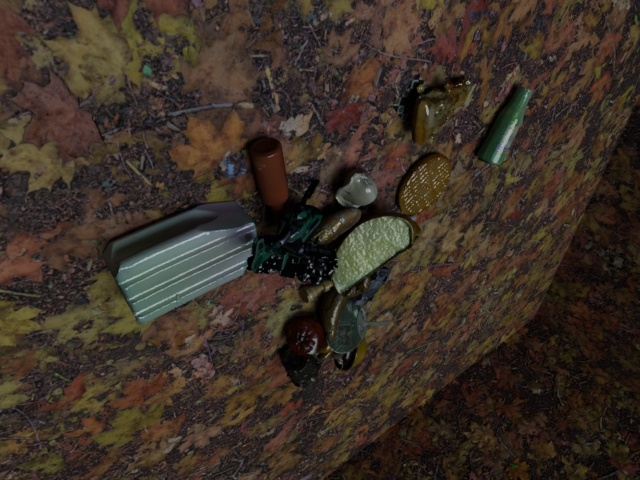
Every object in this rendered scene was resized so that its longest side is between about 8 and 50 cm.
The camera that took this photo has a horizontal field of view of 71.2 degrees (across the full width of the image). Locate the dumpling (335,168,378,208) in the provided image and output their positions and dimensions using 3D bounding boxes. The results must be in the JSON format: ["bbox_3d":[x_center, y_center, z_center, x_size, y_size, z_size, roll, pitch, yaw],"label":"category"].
[{"bbox_3d":[0.109,-0.155,1.372,0.127,0.108,0.188,-24,159,13],"label":"dumpling"}]

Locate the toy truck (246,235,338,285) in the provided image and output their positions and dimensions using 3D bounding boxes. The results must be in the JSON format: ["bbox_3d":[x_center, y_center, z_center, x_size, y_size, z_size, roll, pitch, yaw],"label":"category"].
[{"bbox_3d":[-0.083,0.055,1.296,0.259,0.121,0.088,11,113,-9],"label":"toy truck"}]

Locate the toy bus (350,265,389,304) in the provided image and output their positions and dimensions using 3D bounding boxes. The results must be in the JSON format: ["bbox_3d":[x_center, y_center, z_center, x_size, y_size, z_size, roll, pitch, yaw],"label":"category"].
[{"bbox_3d":[0.178,0.159,1.718,0.087,0.098,0.178,13,117,-47],"label":"toy bus"}]

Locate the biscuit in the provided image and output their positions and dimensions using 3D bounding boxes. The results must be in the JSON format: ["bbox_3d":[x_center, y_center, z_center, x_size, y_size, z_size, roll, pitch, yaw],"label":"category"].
[{"bbox_3d":[0.377,-0.203,1.625,0.254,0.035,0.254,-25,138,-24],"label":"biscuit"}]

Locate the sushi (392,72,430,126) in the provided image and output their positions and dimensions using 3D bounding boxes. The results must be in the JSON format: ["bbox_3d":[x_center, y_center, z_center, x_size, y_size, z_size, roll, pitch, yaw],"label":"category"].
[{"bbox_3d":[0.288,-0.418,1.356,0.126,0.026,0.120,-51,143,7],"label":"sushi"}]

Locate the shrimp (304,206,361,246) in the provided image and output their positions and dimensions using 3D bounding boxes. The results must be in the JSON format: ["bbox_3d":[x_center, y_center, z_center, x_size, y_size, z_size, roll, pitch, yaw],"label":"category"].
[{"bbox_3d":[0.000,0.000,1.422,0.317,0.077,0.168,-37,163,6],"label":"shrimp"}]

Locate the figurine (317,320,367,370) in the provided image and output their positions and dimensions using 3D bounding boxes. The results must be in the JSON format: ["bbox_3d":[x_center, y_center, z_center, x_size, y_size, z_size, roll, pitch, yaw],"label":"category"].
[{"bbox_3d":[0.081,0.423,1.799,0.257,0.167,0.192,23,81,-48],"label":"figurine"}]

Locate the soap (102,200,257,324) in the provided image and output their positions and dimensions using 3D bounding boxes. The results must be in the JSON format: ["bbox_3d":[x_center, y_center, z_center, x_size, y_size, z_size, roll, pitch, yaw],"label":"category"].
[{"bbox_3d":[-0.331,0.039,1.116,0.347,0.115,0.208,-27,139,-23],"label":"soap"}]

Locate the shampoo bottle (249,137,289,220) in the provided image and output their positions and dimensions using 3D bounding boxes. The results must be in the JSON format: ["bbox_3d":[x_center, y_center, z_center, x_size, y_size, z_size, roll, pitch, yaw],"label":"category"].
[{"bbox_3d":[-0.125,-0.149,1.171,0.085,0.085,0.244,-31,143,-19],"label":"shampoo bottle"}]

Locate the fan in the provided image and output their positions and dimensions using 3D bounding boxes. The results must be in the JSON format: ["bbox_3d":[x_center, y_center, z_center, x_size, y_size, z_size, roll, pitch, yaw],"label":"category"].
[{"bbox_3d":[0.126,0.347,1.741,0.294,0.012,0.223,36,65,-20],"label":"fan"}]

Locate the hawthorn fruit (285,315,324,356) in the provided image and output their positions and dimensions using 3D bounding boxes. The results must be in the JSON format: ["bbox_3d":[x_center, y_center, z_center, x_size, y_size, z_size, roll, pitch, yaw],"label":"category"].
[{"bbox_3d":[-0.053,0.347,1.652,0.148,0.148,0.172,-53,171,8],"label":"hawthorn fruit"}]

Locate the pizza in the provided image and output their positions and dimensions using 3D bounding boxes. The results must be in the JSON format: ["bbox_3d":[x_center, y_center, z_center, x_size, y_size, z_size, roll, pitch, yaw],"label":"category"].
[{"bbox_3d":[0.384,-0.412,1.395,0.297,0.071,0.189,-37,146,-34],"label":"pizza"}]

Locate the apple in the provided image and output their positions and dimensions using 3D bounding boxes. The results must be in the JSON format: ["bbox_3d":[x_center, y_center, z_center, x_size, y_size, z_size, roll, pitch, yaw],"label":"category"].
[{"bbox_3d":[0.172,0.028,1.523,0.346,0.179,0.254,-38,142,12],"label":"apple"}]

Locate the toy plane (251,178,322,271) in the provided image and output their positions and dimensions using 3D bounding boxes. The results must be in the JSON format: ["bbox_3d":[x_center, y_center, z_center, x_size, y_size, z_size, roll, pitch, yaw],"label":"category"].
[{"bbox_3d":[-0.081,-0.025,1.188,0.381,0.106,0.155,-47,158,-49],"label":"toy plane"}]

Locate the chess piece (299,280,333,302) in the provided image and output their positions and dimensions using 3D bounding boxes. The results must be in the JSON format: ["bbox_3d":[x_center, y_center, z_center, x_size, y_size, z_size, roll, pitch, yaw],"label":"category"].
[{"bbox_3d":[0.008,0.163,1.595,0.172,0.060,0.060,-23,137,-30],"label":"chess piece"}]

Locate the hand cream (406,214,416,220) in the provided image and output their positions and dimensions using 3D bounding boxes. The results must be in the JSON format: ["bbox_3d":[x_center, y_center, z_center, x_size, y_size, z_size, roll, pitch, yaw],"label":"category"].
[{"bbox_3d":[0.268,-0.050,1.667,0.216,0.038,0.052,-26,111,-19],"label":"hand cream"}]

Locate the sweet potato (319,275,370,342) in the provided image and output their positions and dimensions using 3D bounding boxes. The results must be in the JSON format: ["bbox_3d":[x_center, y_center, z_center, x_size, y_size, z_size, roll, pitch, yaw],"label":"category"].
[{"bbox_3d":[0.075,0.220,1.652,0.310,0.124,0.098,-56,161,5],"label":"sweet potato"}]

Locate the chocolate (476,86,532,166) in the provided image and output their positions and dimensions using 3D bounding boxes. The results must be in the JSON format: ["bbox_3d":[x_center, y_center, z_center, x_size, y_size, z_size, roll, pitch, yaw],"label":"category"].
[{"bbox_3d":[0.695,-0.426,1.675,0.110,0.110,0.291,-1,122,-42],"label":"chocolate"}]

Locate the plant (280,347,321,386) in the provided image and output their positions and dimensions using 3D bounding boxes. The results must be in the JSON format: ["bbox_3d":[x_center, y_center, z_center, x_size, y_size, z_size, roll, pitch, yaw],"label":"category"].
[{"bbox_3d":[-0.072,0.489,1.748,0.142,0.131,0.203,-33,139,-13],"label":"plant"}]
